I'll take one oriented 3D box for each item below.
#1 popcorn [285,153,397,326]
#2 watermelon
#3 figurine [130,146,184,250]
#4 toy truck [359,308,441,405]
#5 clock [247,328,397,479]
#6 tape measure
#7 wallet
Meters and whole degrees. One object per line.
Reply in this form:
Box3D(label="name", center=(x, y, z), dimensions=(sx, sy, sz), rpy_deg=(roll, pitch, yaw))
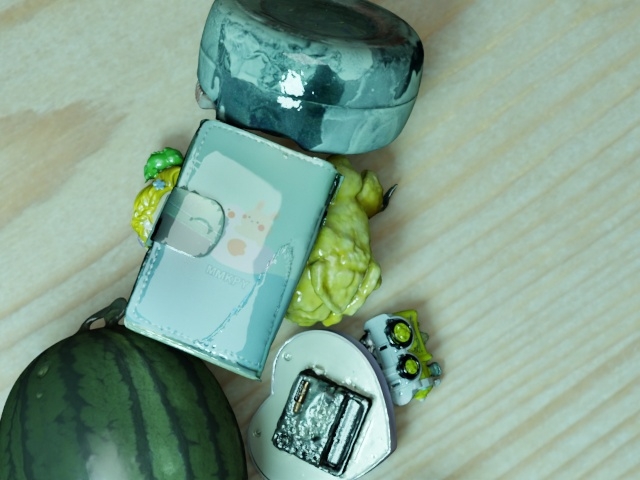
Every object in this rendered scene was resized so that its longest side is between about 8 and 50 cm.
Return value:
Box3D(label="popcorn", center=(-0.004, 0.004, 1.876), dimensions=(0.173, 0.168, 0.195), rpy_deg=(14, 70, -15))
Box3D(label="watermelon", center=(-0.224, 0.249, 1.800), dimensions=(0.279, 0.279, 0.359), rpy_deg=(-17, 77, 3))
Box3D(label="figurine", center=(-0.190, -0.026, 1.929), dimensions=(0.115, 0.095, 0.156), rpy_deg=(-30, 75, 40))
Box3D(label="toy truck", center=(0.102, 0.137, 1.893), dimensions=(0.077, 0.076, 0.111), rpy_deg=(-14, 82, -35))
Box3D(label="clock", center=(0.006, 0.209, 1.864), dimensions=(0.172, 0.064, 0.198), rpy_deg=(25, 100, 19))
Box3D(label="tape measure", center=(-0.012, -0.200, 1.850), dimensions=(0.256, 0.275, 0.147), rpy_deg=(14, 116, 1))
Box3D(label="wallet", center=(-0.099, 0.007, 1.758), dimensions=(0.176, 0.075, 0.250), rpy_deg=(22, 82, 1))
